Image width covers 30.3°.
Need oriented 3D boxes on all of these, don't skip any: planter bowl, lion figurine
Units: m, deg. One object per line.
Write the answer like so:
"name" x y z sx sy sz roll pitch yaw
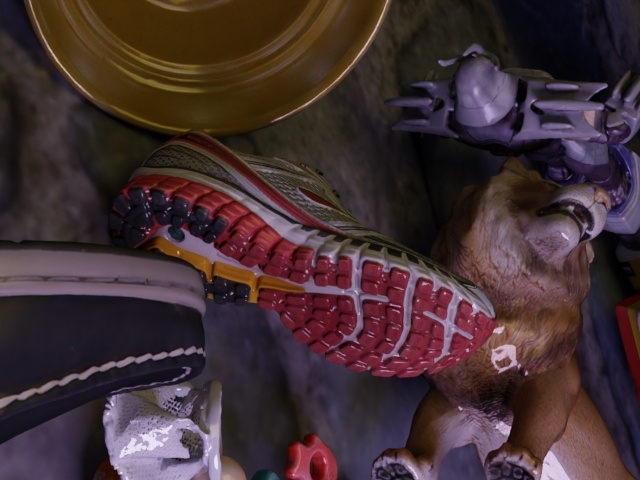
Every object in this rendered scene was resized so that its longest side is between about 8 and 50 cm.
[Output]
"planter bowl" -0.069 -0.177 0.691 0.217 0.217 0.090 31 17 -31
"lion figurine" 0.163 0.154 0.786 0.240 0.142 0.392 -49 121 -54

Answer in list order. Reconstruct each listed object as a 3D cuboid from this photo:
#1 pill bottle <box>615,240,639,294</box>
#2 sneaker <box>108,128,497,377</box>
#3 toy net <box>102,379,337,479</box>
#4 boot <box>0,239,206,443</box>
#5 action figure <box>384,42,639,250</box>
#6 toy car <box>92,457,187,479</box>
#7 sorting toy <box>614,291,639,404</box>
"pill bottle" 0.294 0.019 1.016 0.065 0.065 0.116 -31 93 -49
"sneaker" 0.000 0.000 0.671 0.225 0.088 0.092 26 43 -6
"toy net" -0.024 0.130 0.605 0.232 0.045 0.122 57 41 -36
"boot" -0.178 0.158 0.397 0.377 0.138 0.284 -10 77 -40
"action figure" 0.166 -0.083 0.875 0.285 0.185 0.099 26 85 -52
"toy car" -0.122 0.116 0.558 0.122 0.040 0.060 16 81 -43
"sorting toy" 0.366 0.120 0.955 0.257 0.089 0.255 -23 103 -22
